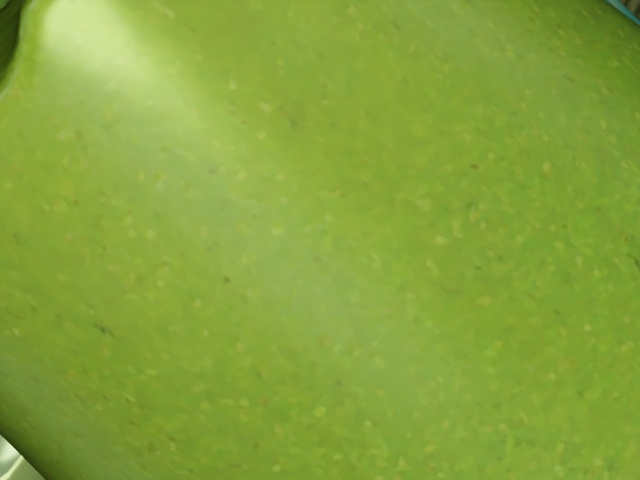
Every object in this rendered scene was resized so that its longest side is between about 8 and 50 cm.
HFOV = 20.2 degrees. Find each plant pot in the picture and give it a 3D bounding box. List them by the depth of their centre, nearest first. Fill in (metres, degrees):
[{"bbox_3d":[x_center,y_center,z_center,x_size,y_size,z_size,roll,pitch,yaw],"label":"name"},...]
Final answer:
[{"bbox_3d":[0.000,0.000,0.526,0.276,0.254,0.276,-40,23,21],"label":"plant pot"}]

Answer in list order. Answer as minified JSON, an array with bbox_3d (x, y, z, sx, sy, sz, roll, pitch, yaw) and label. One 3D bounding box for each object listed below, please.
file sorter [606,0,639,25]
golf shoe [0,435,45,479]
[{"bbox_3d":[0.186,-0.114,0.574,0.170,0.104,0.118,-7,51,53],"label":"file sorter"},{"bbox_3d":[-0.237,0.089,0.943,0.306,0.115,0.140,-6,62,45],"label":"golf shoe"}]
